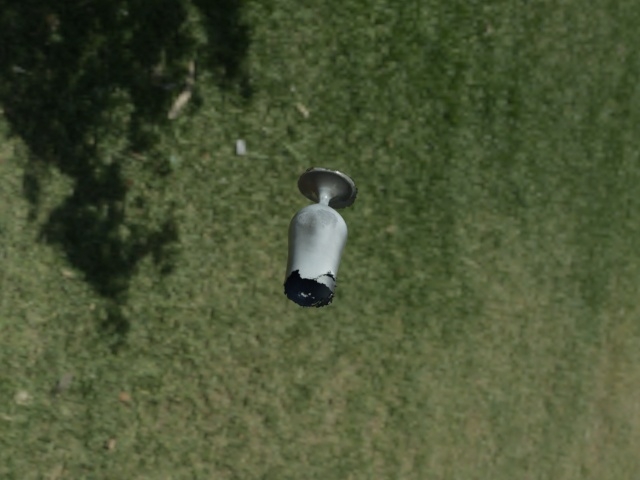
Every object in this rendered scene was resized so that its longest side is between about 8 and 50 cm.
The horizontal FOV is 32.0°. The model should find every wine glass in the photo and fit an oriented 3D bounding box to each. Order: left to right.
[{"bbox_3d":[0.000,0.000,0.666,0.042,0.039,0.083,78,15,-54],"label":"wine glass"}]
